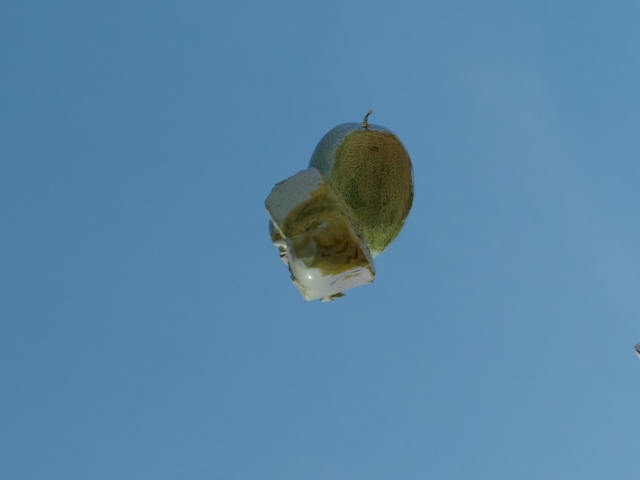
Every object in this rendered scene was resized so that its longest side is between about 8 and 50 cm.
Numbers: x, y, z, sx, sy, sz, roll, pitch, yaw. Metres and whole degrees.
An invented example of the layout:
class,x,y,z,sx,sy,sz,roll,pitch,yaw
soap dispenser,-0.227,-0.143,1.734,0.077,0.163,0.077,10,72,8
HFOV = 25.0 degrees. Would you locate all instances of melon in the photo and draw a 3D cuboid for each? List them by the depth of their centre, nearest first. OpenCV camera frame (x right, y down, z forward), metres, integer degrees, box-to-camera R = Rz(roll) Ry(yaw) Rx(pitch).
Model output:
class,x,y,z,sx,sy,sz,roll,pitch,yaw
melon,0.051,-0.070,1.814,0.139,0.139,0.192,-10,-71,-42

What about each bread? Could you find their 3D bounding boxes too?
class,x,y,z,sx,sy,sz,roll,pitch,yaw
bread,0.003,0.005,1.599,0.103,0.110,0.156,-30,-76,0

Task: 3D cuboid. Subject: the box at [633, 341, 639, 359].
class,x,y,z,sx,sy,sz,roll,pitch,yaw
box,0.499,0.177,1.788,0.135,0.081,0.199,-36,-77,1
